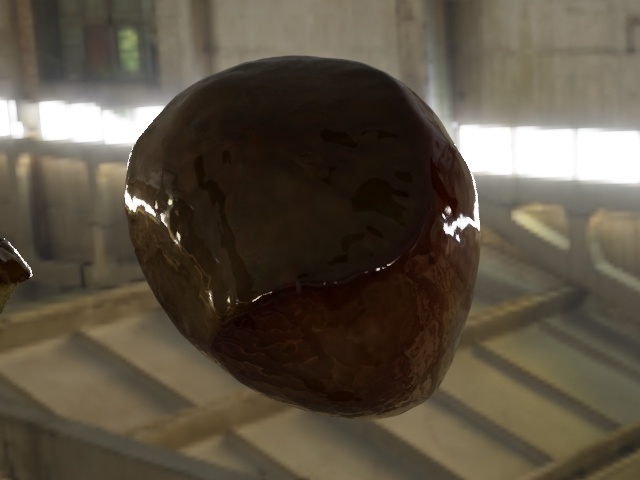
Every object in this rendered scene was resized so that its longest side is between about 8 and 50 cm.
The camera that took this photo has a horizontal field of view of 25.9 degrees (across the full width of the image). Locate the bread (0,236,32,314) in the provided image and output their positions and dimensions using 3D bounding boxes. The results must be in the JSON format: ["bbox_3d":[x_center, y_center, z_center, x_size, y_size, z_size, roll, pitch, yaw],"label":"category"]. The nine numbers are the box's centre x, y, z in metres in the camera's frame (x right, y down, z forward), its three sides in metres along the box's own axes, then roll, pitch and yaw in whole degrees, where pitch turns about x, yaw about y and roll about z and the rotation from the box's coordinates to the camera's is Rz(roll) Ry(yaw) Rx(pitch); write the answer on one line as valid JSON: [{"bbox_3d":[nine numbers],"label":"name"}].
[{"bbox_3d":[-0.309,0.012,1.079,0.156,0.086,0.125,30,-174,-3],"label":"bread"}]

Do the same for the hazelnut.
[{"bbox_3d":[-0.003,-0.004,1.330,0.366,0.365,0.366,-4,-169,1],"label":"hazelnut"}]
